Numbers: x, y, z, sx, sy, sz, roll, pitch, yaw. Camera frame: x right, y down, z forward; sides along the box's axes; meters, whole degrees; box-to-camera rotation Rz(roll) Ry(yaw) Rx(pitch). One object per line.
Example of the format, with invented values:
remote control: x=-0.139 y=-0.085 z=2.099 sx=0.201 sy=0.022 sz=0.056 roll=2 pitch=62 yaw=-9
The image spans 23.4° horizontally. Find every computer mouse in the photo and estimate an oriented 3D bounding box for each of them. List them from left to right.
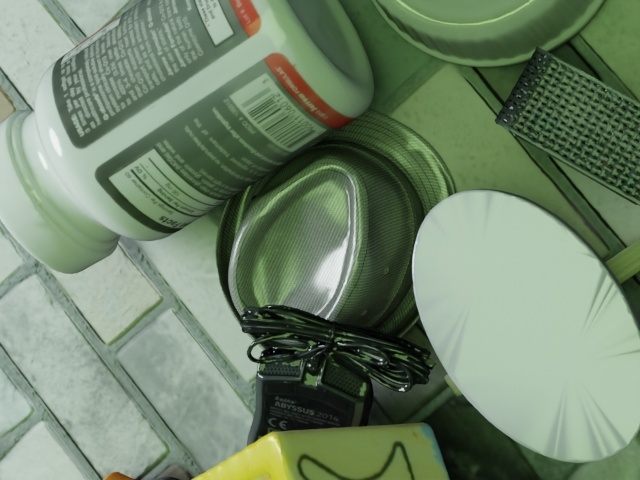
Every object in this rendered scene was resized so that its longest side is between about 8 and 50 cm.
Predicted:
computer mouse: x=0.003 y=0.156 z=1.533 sx=0.188 sy=0.072 sz=0.272 roll=16 pitch=136 yaw=3

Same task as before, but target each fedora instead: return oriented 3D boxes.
fedora: x=0.000 y=0.000 z=1.548 sx=0.243 sy=0.124 sz=0.275 roll=35 pitch=101 yaw=12

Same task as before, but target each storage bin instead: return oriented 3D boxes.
storage bin: x=0.268 y=-0.102 z=1.465 sx=0.180 sy=0.122 sz=0.084 roll=31 pitch=100 yaw=13

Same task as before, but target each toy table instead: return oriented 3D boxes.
toy table: x=0.211 y=0.073 z=1.469 sx=0.252 sy=0.161 sz=0.274 roll=-25 pitch=85 yaw=15

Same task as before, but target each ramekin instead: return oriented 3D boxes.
ramekin: x=0.153 y=-0.304 z=1.490 sx=0.272 sy=0.127 sz=0.273 roll=1 pitch=92 yaw=16

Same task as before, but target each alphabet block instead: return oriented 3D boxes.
alphabet block: x=0.001 y=0.287 z=1.418 sx=0.193 sy=0.197 sz=0.192 roll=-38 pitch=61 yaw=40

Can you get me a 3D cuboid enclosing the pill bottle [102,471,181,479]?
pill bottle: x=-0.128 y=0.328 z=1.595 sx=0.245 sy=0.130 sz=0.130 roll=23 pitch=98 yaw=15

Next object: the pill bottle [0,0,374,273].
pill bottle: x=-0.146 y=-0.128 z=1.519 sx=0.363 sy=0.210 sz=0.210 roll=-31 pitch=83 yaw=19
